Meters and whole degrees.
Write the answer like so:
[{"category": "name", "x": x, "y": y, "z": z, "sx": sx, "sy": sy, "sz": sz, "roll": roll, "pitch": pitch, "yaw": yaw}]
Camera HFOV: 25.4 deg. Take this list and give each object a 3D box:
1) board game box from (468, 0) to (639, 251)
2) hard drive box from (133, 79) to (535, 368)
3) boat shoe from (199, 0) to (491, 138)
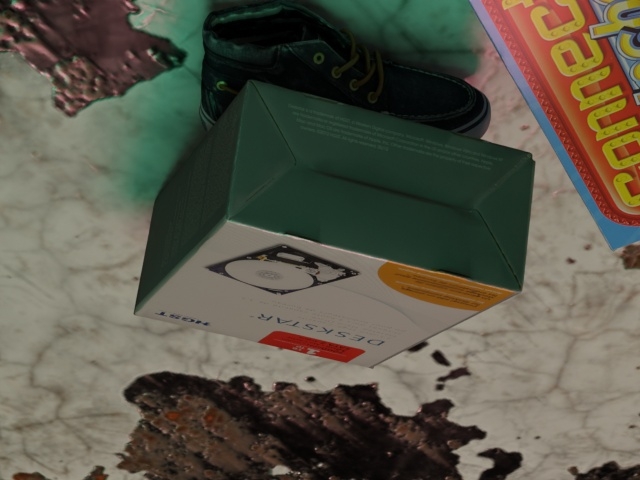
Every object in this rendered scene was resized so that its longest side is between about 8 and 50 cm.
[{"category": "board game box", "x": 0.246, "y": -0.162, "z": 0.790, "sx": 0.301, "sy": 0.086, "sz": 0.308, "roll": -22, "pitch": 133, "yaw": 19}, {"category": "hard drive box", "x": 0.000, "y": 0.000, "z": 0.890, "sx": 0.181, "sy": 0.089, "sz": 0.232, "roll": 14, "pitch": 161, "yaw": -15}, {"category": "boat shoe", "x": 0.016, "y": -0.098, "z": 0.865, "sx": 0.183, "sy": 0.065, "sz": 0.083, "roll": 1, "pitch": 138, "yaw": -1}]
